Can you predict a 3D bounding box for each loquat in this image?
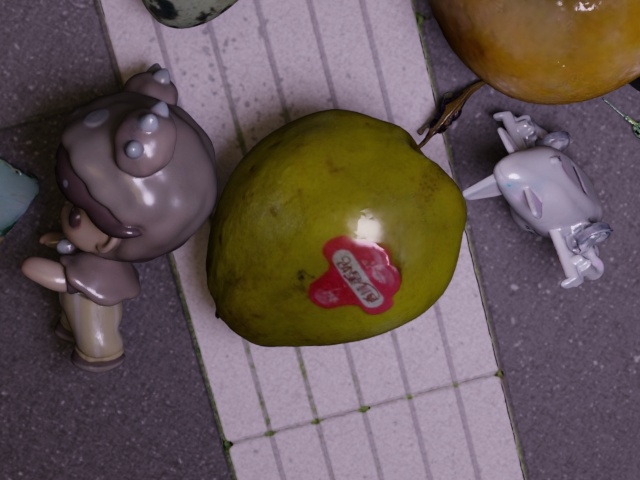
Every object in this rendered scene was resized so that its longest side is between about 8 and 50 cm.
[{"bbox_3d":[0.280,-0.320,1.195,0.328,0.359,0.328,2,103,9],"label":"loquat"}]

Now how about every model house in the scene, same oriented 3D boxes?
[{"bbox_3d":[-0.457,-0.022,1.327,0.119,0.148,0.149,33,128,-13],"label":"model house"}]

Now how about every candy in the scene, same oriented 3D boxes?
[{"bbox_3d":[0.411,-0.165,1.389,0.083,0.025,0.023,40,113,-2],"label":"candy"}]

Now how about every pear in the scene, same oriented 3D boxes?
[{"bbox_3d":[0.000,0.000,1.282,0.375,0.287,0.287,-36,100,24],"label":"pear"}]

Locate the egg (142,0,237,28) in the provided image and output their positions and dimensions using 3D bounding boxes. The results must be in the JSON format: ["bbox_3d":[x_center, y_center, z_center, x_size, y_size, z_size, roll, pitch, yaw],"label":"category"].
[{"bbox_3d":[-0.148,-0.365,1.254,0.177,0.177,0.228,25,112,-6],"label":"egg"}]

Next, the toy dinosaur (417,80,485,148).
[{"bbox_3d":[0.168,-0.167,1.368,0.037,0.058,0.180,44,81,-17],"label":"toy dinosaur"}]

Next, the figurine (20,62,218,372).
[{"bbox_3d":[-0.248,-0.020,1.294,0.203,0.248,0.381,17,111,-11],"label":"figurine"}]

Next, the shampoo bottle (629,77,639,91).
[{"bbox_3d":[0.497,-0.313,1.327,0.101,0.101,0.284,36,96,-8],"label":"shampoo bottle"}]

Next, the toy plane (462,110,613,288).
[{"bbox_3d":[0.280,-0.058,1.307,0.118,0.252,0.252,-29,100,26],"label":"toy plane"}]
